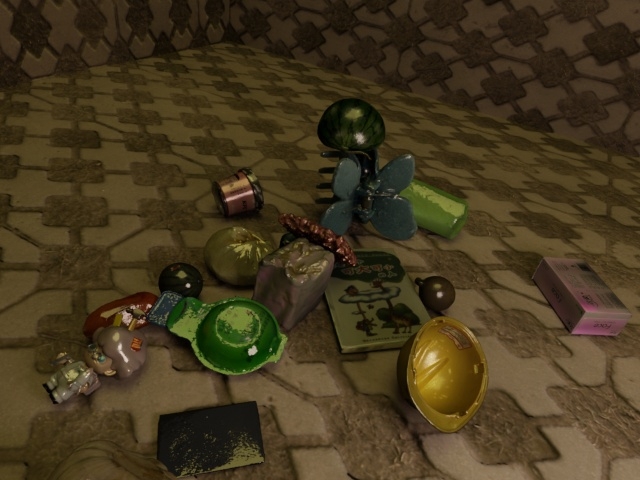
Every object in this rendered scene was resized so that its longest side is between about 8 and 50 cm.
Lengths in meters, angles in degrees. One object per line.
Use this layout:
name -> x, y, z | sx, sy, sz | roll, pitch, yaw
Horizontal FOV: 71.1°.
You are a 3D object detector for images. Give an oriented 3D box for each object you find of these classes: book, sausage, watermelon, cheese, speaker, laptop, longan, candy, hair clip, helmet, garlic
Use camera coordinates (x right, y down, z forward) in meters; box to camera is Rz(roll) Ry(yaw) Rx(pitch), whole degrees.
book -> 0.139, 0.149, 1.241 | 0.261, 0.043, 0.370 | -2, 37, -13
sausage -> -0.453, 0.175, 1.040 | 0.089, 0.089, 0.179 | 33, 41, 30
watermelon -> 0.096, -0.351, 1.330 | 0.204, 0.127, 0.232 | 19, 39, 12
cheese -> -0.236, 0.200, 1.038 | 0.321, 0.083, 0.203 | 18, 47, 5
speaker -> -0.087, 0.030, 1.329 | 0.060, 0.075, 0.094 | -9, 48, -23
laptop -> -0.212, 0.384, 0.866 | 0.198, 0.016, 0.135 | -3, 38, -14
longan -> 0.313, 0.141, 1.236 | 0.119, 0.106, 0.106 | 34, 40, 6
candy -> -0.073, 0.109, 1.133 | 0.137, 0.195, 0.185 | 32, 37, 21
watermelon -> -0.342, 0.107, 1.131 | 0.133, 0.105, 0.105 | -3, 31, 21
candy -> 0.351, -0.128, 1.589 | 0.344, 0.142, 0.132 | 25, 52, 23
hair clip -> 0.112, -0.169, 1.451 | 0.393, 0.318, 0.238 | -9, 37, -20
helmet -> 0.240, 0.294, 0.982 | 0.205, 0.140, 0.257 | 48, 53, -2
garlic -> -0.327, 0.432, 0.669 | 0.219, 0.218, 0.212 | 27, 77, 23

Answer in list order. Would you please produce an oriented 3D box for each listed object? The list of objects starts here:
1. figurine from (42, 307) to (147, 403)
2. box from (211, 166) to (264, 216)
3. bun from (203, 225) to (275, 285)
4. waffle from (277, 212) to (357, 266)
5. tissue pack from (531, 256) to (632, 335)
figurine -> -0.448, 0.246, 0.929 | 0.137, 0.111, 0.229 | 31, 53, 33
box -> -0.280, -0.155, 1.486 | 0.135, 0.151, 0.151 | -21, 45, -24
bun -> -0.220, 0.028, 1.257 | 0.223, 0.127, 0.222 | 4, 34, -3
waffle -> 0.000, 0.000, 1.230 | 0.221, 0.234, 0.055 | 20, 73, 42
tissue pack -> 0.754, 0.158, 1.317 | 0.149, 0.092, 0.246 | 5, 36, -8
